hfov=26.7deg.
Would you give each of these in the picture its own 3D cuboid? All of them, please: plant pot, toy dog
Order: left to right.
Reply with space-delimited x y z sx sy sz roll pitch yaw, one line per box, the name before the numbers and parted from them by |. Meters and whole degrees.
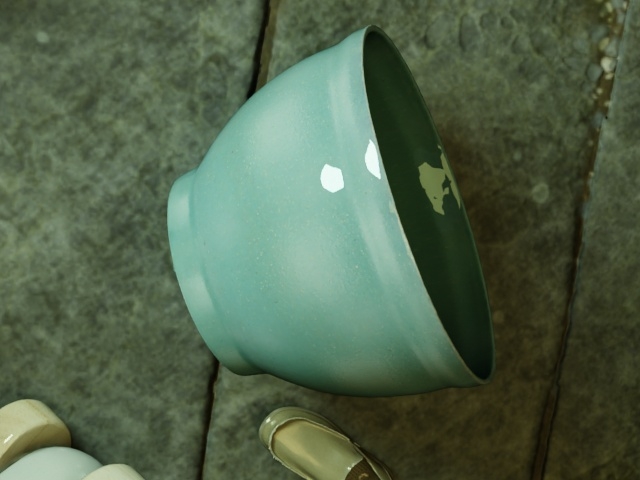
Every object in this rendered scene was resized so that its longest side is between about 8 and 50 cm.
toy dog | -0.271 0.286 1.091 0.333 0.220 0.161 -29 138 -2
plant pot | 0.000 0.000 1.074 0.196 0.293 0.293 -18 106 14

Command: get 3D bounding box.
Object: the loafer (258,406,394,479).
loafer | 0.012 0.198 1.212 0.148 0.050 0.056 30 90 -19
